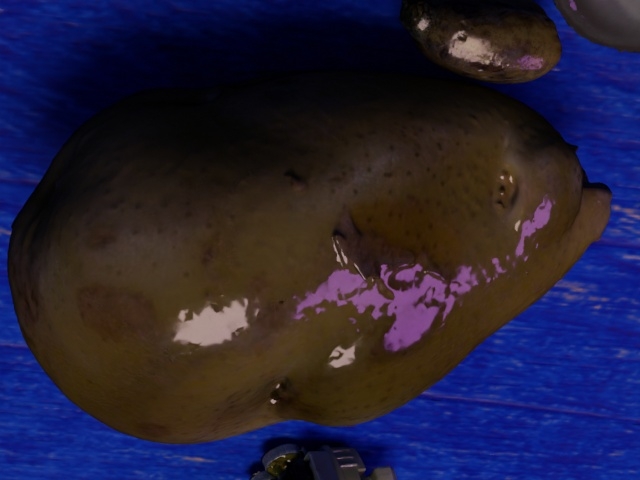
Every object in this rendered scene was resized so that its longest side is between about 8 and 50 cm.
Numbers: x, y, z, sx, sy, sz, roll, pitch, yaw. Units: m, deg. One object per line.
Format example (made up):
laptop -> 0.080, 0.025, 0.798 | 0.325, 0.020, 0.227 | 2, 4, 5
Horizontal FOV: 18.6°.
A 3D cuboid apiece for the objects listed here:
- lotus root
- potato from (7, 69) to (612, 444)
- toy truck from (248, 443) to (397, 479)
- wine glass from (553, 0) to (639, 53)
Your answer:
lotus root -> 0.087, -0.114, 1.084 | 0.099, 0.054, 0.049 | 10, 117, -21
potato -> -0.001, -0.001, 1.104 | 0.351, 0.202, 0.218 | -13, 140, -12
toy truck -> -0.005, 0.218, 1.460 | 0.100, 0.077, 0.169 | -2, 139, -27
wine glass -> 0.125, -0.197, 0.849 | 0.103, 0.231, 0.103 | -6, 140, -5
